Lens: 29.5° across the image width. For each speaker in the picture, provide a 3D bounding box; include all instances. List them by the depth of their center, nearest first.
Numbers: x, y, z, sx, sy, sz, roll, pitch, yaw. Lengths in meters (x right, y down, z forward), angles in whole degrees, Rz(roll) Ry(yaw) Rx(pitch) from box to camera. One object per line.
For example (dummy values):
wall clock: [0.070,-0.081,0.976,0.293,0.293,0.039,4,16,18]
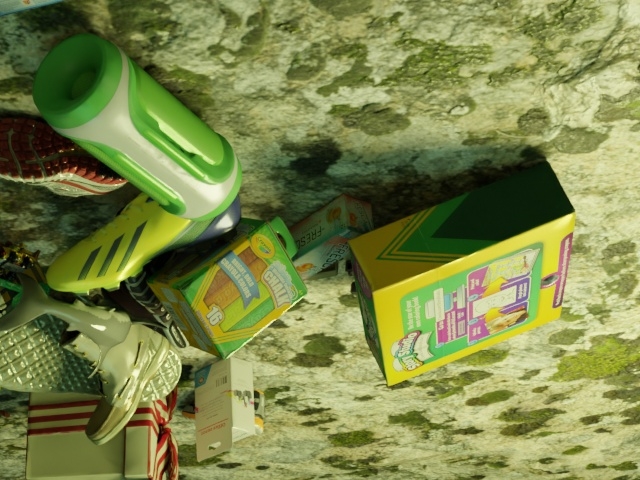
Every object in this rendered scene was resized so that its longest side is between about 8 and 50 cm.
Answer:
speaker: [-0.217,-0.131,1.495,0.131,0.131,0.296,-17,149,23]

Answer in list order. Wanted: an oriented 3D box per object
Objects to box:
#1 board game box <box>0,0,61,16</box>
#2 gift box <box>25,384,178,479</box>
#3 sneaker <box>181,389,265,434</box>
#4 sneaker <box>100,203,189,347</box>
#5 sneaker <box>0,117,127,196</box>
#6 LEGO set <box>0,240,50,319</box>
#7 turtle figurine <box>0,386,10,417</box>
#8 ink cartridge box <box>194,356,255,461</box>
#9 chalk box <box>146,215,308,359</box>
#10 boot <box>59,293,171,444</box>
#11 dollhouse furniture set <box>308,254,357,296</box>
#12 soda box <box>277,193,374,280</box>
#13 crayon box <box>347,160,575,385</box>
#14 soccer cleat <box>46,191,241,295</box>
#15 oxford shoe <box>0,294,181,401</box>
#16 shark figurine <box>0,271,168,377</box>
board game box: [-0.310,-0.319,1.229,0.160,0.039,0.211,-11,152,11]
gift box: [-0.392,0.357,2.230,0.258,0.255,0.276,-2,161,-2]
sneaker: [-0.189,0.340,2.426,0.214,0.083,0.084,-3,153,38]
sneaker: [-0.294,0.048,1.851,0.162,0.106,0.281,15,140,32]
sneaker: [-0.354,-0.094,1.582,0.225,0.088,0.092,10,152,-28]
LEGO set: [-0.576,0.051,1.751,0.331,0.192,0.255,-38,158,15]
turtle figurine: [-0.664,0.247,2.172,0.217,0.087,0.269,8,159,-7]
ink cartridge box: [-0.180,0.322,2.277,0.104,0.181,0.061,-27,144,37]
chalk box: [-0.116,0.051,1.759,0.132,0.213,0.132,10,135,60]
boot: [-0.357,0.207,1.950,0.165,0.213,0.077,36,171,-34]
dollhouse furniture set: [0.011,0.039,1.905,0.114,0.091,0.081,-11,136,19]
soda box: [0.000,0.000,1.834,0.058,0.063,0.183,19,144,-36]
crayon box: [0.216,0.062,1.856,0.313,0.106,0.363,-21,151,-4]
soccer cleat: [-0.248,-0.019,1.668,0.289,0.093,0.121,-23,123,-15]
oxford shoe: [-0.442,0.164,2.008,0.449,0.130,0.169,19,100,-34]
shark figurine: [-0.336,0.137,1.743,0.166,0.116,0.278,20,178,20]
